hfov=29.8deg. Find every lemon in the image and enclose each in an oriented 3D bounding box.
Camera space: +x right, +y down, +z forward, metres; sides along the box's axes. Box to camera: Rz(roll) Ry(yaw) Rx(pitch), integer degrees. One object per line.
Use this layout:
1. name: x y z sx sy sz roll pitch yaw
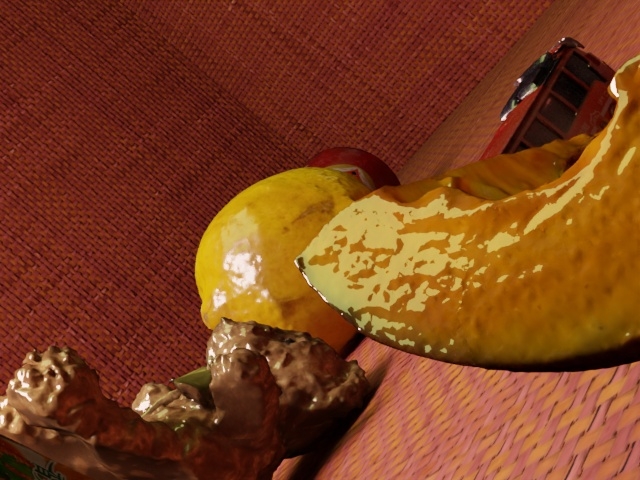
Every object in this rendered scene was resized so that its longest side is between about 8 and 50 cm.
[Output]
1. lemon: -0.029 0.031 1.481 0.288 0.233 0.233 -36 -6 -31

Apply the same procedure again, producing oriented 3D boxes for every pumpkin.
1. pumpkin: 0.165 -0.036 0.449 0.312 0.148 0.169 -42 -35 11

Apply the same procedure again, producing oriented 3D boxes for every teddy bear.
1. teddy bear: -0.122 0.137 1.083 0.246 0.296 0.222 -38 26 55

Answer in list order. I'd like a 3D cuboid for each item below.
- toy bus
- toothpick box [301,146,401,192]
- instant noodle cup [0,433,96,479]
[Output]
1. toy bus: 0.167 -0.064 0.844 0.073 0.096 0.235 -46 6 37
2. toothpick box: 0.000 0.000 1.906 0.204 0.204 0.333 -49 1 29
3. instant noodle cup: -0.219 0.278 0.821 0.214 0.296 0.296 -60 3 -5
